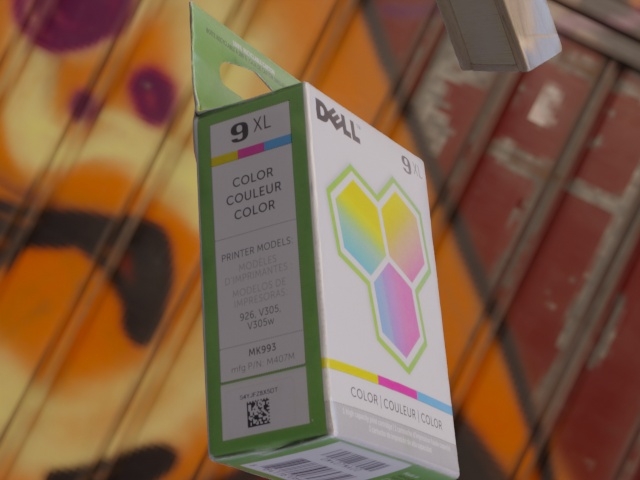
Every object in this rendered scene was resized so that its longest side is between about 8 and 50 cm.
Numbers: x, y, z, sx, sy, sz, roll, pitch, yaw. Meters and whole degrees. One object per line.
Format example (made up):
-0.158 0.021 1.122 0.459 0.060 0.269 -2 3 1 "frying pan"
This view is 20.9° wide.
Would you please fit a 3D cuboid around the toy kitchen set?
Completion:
0.062 -0.106 0.558 0.083 0.075 0.068 -32 -158 -26 "toy kitchen set"

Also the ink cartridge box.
0.000 0.000 0.755 0.109 0.062 0.209 28 51 -55 "ink cartridge box"
